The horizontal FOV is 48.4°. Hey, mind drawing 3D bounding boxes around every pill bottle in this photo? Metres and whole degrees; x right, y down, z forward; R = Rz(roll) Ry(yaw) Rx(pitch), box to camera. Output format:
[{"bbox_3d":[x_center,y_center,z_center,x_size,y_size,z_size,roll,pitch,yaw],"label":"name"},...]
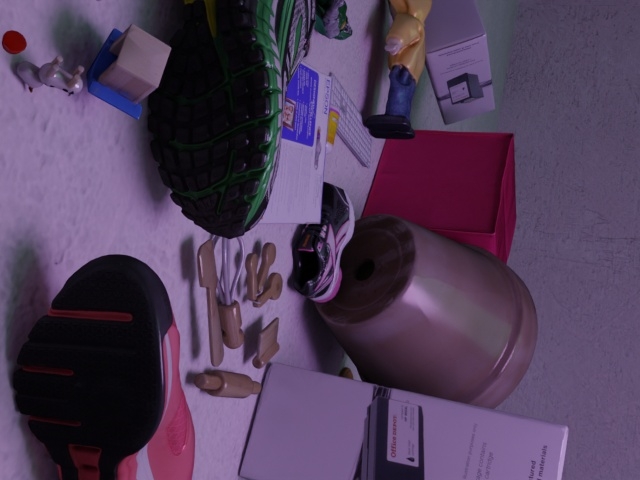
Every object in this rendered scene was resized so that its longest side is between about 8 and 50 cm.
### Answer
[{"bbox_3d":[0.000,-0.150,1.005,0.043,0.044,0.083,40,58,-67],"label":"pill bottle"}]

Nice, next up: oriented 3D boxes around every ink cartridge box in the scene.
[{"bbox_3d":[0.127,0.316,1.003,0.285,0.395,0.166,57,46,-61],"label":"ink cartridge box"},{"bbox_3d":[-0.046,-0.121,0.884,0.208,0.045,0.206,-3,98,-68],"label":"ink cartridge box"},{"bbox_3d":[0.268,-0.404,1.467,0.289,0.122,0.211,48,28,-65],"label":"ink cartridge box"}]

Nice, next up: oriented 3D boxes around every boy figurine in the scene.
[{"bbox_3d":[0.140,-0.329,1.258,0.177,0.092,0.284,21,74,-73],"label":"boy figurine"}]

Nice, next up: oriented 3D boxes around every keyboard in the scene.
[{"bbox_3d":[0.052,-0.192,1.186,0.256,0.014,0.072,36,63,-68],"label":"keyboard"}]

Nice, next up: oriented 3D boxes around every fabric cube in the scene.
[{"bbox_3d":[0.249,-0.047,1.436,0.258,0.254,0.259,68,34,-50],"label":"fabric cube"}]

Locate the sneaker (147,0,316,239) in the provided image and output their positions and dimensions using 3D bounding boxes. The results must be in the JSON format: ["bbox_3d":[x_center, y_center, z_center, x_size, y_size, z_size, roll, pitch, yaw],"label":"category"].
[{"bbox_3d":[-0.058,-0.170,0.667,0.146,0.134,0.343,11,86,-59],"label":"sneaker"}]

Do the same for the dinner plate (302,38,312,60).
[{"bbox_3d":[-0.052,-0.268,0.807,0.141,0.017,0.141,45,34,-43],"label":"dinner plate"}]

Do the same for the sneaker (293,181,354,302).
[{"bbox_3d":[0.000,0.000,1.028,0.077,0.072,0.178,16,75,-60],"label":"sneaker"}]

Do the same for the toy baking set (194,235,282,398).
[{"bbox_3d":[-0.101,0.088,0.833,0.256,0.030,0.196,29,67,-70],"label":"toy baking set"}]

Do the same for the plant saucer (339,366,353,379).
[{"bbox_3d":[0.046,0.279,1.328,0.083,0.013,0.083,7,90,-70],"label":"plant saucer"}]

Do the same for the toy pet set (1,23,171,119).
[{"bbox_3d":[-0.173,-0.152,0.532,0.114,0.065,0.122,28,62,-32],"label":"toy pet set"}]

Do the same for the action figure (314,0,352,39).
[{"bbox_3d":[0.007,-0.342,0.943,0.232,0.064,0.137,57,39,-66],"label":"action figure"}]

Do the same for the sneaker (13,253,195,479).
[{"bbox_3d":[-0.163,0.143,0.594,0.136,0.116,0.313,-64,162,-66],"label":"sneaker"}]

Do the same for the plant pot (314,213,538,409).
[{"bbox_3d":[0.140,0.104,1.146,0.280,0.323,0.323,39,57,-41],"label":"plant pot"}]

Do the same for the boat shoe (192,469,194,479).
[{"bbox_3d":[-0.156,0.286,0.724,0.040,0.049,0.142,-11,106,-50],"label":"boat shoe"}]
